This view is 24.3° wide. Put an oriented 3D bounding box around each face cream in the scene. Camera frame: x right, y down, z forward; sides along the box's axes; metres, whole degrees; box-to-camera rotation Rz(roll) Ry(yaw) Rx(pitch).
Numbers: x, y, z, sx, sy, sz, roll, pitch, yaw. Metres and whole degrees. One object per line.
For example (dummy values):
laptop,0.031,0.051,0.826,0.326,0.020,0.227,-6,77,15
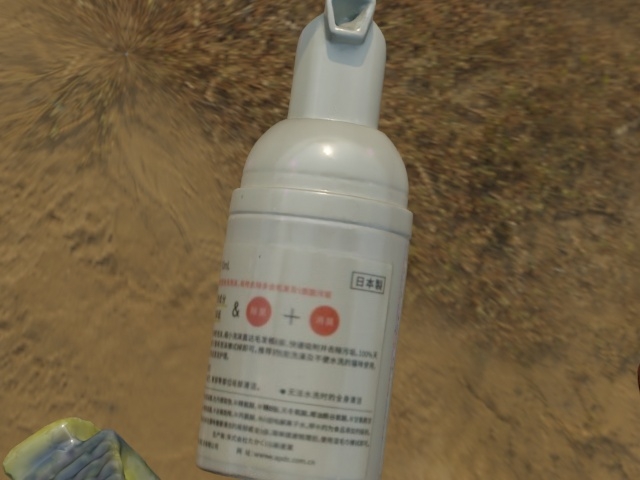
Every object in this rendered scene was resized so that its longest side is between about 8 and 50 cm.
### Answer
face cream,0.000,0.000,1.142,0.145,0.145,0.369,9,85,-8

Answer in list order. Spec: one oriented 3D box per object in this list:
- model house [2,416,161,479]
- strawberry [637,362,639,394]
model house,-0.162,0.280,0.944,0.321,0.261,0.266,-36,69,1
strawberry,0.246,0.077,0.713,0.149,0.336,0.265,-1,110,22
